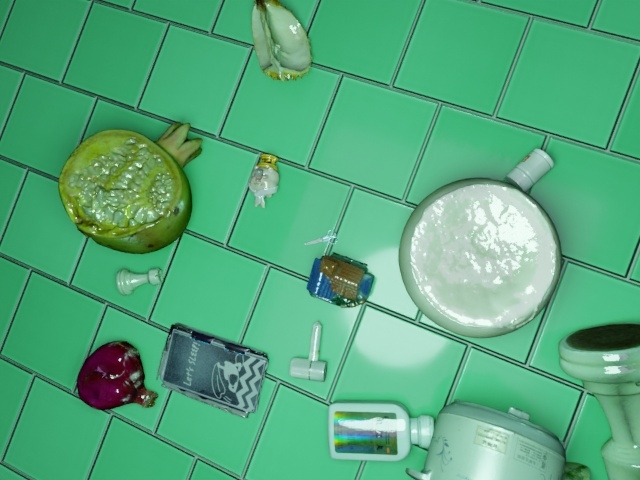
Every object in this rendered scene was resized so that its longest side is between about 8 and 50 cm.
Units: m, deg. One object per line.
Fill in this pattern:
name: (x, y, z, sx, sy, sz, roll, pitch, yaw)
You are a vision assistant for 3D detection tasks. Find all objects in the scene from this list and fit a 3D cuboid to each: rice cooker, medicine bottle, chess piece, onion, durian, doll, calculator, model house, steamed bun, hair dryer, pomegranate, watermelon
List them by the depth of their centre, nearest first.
rice cooker: (0.313, 0.470, 0.946, 0.317, 0.264, 0.316, 1, 67, -2)
chess piece: (0.592, 0.327, 0.974, 0.194, 0.194, 0.299, -14, 92, 10)
steamed bun: (0.320, 0.035, 1.030, 0.324, 0.206, 0.324, -2, 84, 14)
watermelon: (0.506, 0.526, 1.036, 0.098, 0.121, 0.158, -2, 130, 26)
medicine bottle: (0.456, -0.152, 1.094, 0.089, 0.057, 0.057, -44, 78, 5)
medicine bottle: (0.133, 0.416, 1.100, 0.229, 0.083, 0.121, -3, 82, 11)
model house: (0.034, 0.091, 1.115, 0.148, 0.149, 0.119, 21, 91, 15)
hair dryer: (-0.021, 0.254, 1.167, 0.082, 0.047, 0.137, 6, 81, 13)
durian: (-0.098, -0.473, 1.196, 0.144, 0.139, 0.252, -8, 83, 6)
doll: (-0.138, -0.143, 1.202, 0.073, 0.084, 0.127, 8, 80, 13)
onion: (-0.490, 0.343, 1.208, 0.198, 0.135, 0.173, 30, 95, 11)
pomegranate: (-0.427, -0.125, 1.210, 0.310, 0.216, 0.358, 35, 63, 12)
calculator: (-0.266, 0.315, 1.220, 0.274, 0.028, 0.165, 15, 92, 14)
chess piece: (-0.451, 0.098, 1.260, 0.103, 0.067, 0.067, -11, 83, 2)

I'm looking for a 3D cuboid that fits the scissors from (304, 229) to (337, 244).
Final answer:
scissors: (0.000, 0.000, 1.201, 0.083, 0.006, 0.036, -16, 84, 10)
